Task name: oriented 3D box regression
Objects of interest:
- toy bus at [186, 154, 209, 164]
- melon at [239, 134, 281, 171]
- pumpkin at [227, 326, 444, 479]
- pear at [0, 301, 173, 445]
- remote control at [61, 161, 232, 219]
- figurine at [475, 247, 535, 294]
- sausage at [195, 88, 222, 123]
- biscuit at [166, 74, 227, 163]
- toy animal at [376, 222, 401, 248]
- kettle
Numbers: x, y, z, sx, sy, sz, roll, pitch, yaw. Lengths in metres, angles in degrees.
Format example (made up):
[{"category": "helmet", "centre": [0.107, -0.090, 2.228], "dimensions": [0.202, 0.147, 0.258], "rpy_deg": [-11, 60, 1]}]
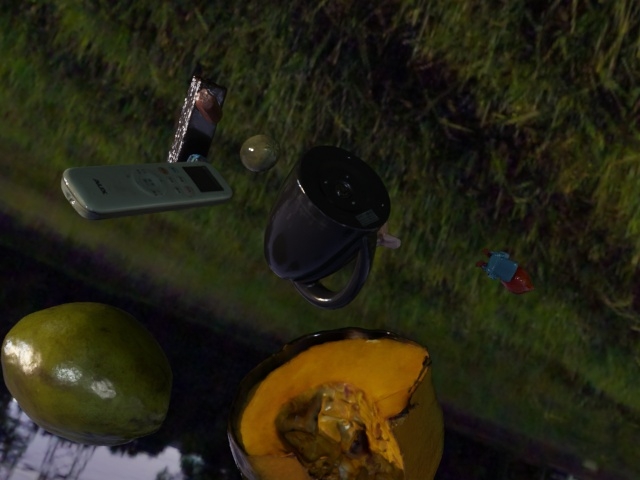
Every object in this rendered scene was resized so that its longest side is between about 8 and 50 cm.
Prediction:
[{"category": "toy bus", "centre": [-0.288, -0.152, 1.740], "dimensions": [0.046, 0.083, 0.038], "rpy_deg": [21, 170, 43]}, {"category": "melon", "centre": [-0.157, -0.230, 2.036], "dimensions": [0.098, 0.098, 0.130], "rpy_deg": [28, 151, -28]}, {"category": "pumpkin", "centre": [0.027, 0.271, 1.106], "dimensions": [0.303, 0.226, 0.256], "rpy_deg": [-10, -154, 4]}, {"category": "pear", "centre": [-0.545, 0.312, 1.833], "dimensions": [0.413, 0.352, 0.352], "rpy_deg": [27, 165, -4]}, {"category": "remote control", "centre": [-0.252, -0.077, 1.166], "dimensions": [0.090, 0.038, 0.309], "rpy_deg": [50, -150, 19]}, {"category": "figurine", "centre": [0.427, 0.074, 1.755], "dimensions": [0.140, 0.068, 0.075], "rpy_deg": [31, 179, -19]}, {"category": "sausage", "centre": [-0.180, -0.215, 1.257], "dimensions": [0.035, 0.030, 0.147], "rpy_deg": [36, 178, 2]}, {"category": "biscuit", "centre": [-0.411, -0.337, 2.508], "dimensions": [0.107, 0.389, 0.073], "rpy_deg": [14, -173, -38]}, {"category": "toy animal", "centre": [0.082, -0.057, 2.256], "dimensions": [0.256, 0.213, 0.195], "rpy_deg": [48, -167, -46]}, {"category": "kettle", "centre": [0.000, 0.000, 1.570], "dimensions": [0.268, 0.207, 0.290], "rpy_deg": [55, 134, 17]}]
